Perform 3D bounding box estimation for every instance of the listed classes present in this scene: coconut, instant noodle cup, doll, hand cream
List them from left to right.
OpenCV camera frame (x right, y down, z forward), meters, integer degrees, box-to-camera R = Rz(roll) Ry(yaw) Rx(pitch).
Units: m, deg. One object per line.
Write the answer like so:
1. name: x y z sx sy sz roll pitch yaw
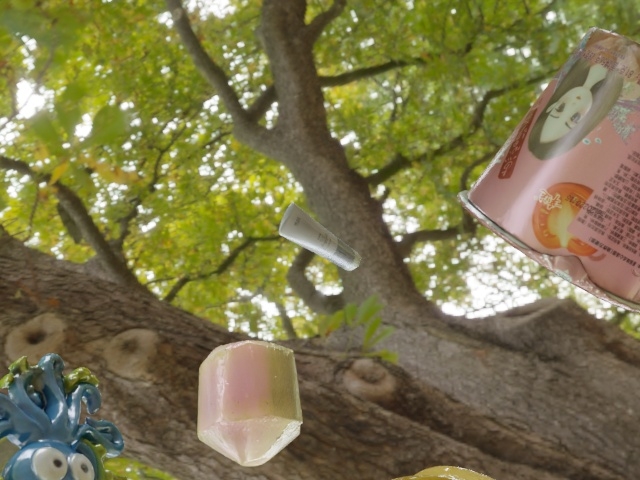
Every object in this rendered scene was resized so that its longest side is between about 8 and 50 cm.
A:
1. doll: -0.420 0.321 1.215 0.346 0.098 0.341 39 -153 -47
2. coconut: -0.148 0.355 1.622 0.233 0.233 0.245 21 -123 -45
3. hand cream: 0.000 0.000 1.798 0.255 0.048 0.079 33 -107 -37
4. instant noodle cup: 0.307 -0.082 0.814 0.243 0.243 0.231 10 -65 -48

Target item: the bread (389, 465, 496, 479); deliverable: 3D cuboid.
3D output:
1. bread: 0.177 0.473 0.860 0.424 0.329 0.245 54 -166 27
